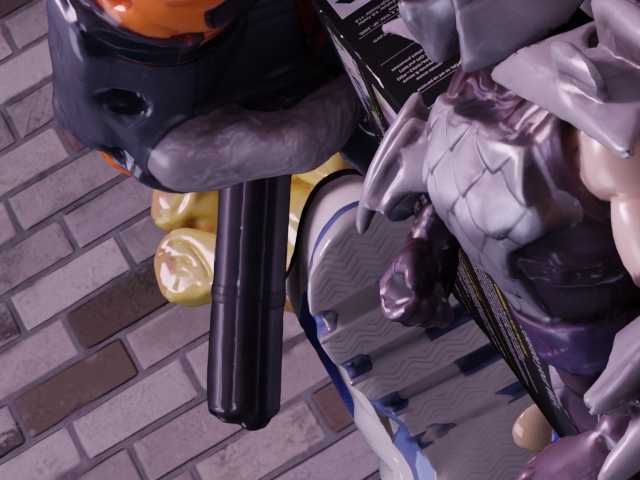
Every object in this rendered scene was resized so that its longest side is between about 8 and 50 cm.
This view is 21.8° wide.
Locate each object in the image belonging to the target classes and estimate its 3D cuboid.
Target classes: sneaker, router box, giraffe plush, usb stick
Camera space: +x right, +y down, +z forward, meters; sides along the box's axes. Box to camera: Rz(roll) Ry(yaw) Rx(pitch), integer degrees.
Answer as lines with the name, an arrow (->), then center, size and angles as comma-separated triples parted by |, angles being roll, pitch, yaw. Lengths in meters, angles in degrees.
sneaker -> 0.067, 0.079, 1.013 | 0.182, 0.127, 0.315 | -117, 4, -64
router box -> 0.069, -0.003, 0.597 | 0.133, 0.046, 0.179 | 56, 177, 44
giraffe plush -> 0.000, 0.000, 1.215 | 0.210, 0.181, 0.170 | 19, 169, 27
usb stick -> -0.039, -0.028, 0.978 | 0.077, 0.045, 0.278 | -82, -5, -84

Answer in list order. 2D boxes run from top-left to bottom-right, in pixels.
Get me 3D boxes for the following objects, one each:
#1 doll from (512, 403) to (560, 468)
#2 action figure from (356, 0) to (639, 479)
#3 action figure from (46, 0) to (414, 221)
doll -> 0.155, 0.148, 0.704 | 0.189, 0.046, 0.129 | 49, 163, 39
action figure -> 0.073, 0.035, 0.407 | 0.185, 0.099, 0.285 | -102, -13, -69
action figure -> -0.094, -0.152, 0.728 | 0.341, 0.178, 0.330 | 57, 168, 28
